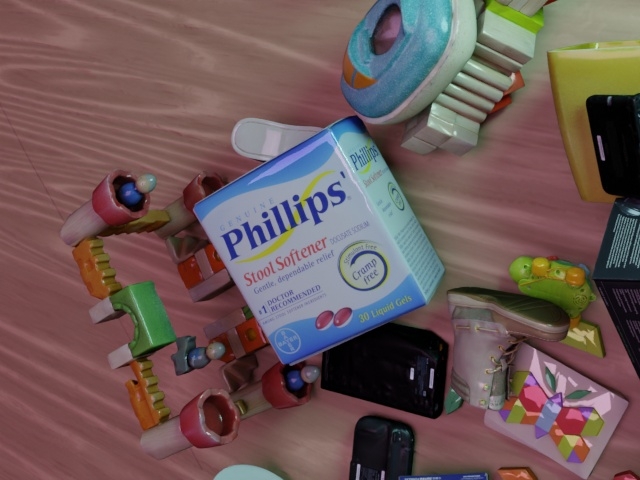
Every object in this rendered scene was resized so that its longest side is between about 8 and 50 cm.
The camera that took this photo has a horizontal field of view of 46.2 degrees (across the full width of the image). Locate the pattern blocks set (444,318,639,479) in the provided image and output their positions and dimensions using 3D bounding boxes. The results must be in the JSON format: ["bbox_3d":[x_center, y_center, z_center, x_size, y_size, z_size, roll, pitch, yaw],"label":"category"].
[{"bbox_3d":[0.335,0.247,1.085,0.325,0.026,0.285,13,100,31],"label":"pattern blocks set"}]

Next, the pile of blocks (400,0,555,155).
[{"bbox_3d":[0.247,-0.271,1.071,0.362,0.113,0.149,-59,20,30],"label":"pile of blocks"}]

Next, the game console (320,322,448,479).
[{"bbox_3d":[0.092,0.310,1.236,0.213,0.044,0.361,9,98,33],"label":"game console"}]

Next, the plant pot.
[{"bbox_3d":[0.408,-0.147,0.913,0.212,0.212,0.187,5,107,32],"label":"plant pot"}]

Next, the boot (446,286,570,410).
[{"bbox_3d":[0.256,0.158,1.043,0.213,0.077,0.165,11,104,59],"label":"boot"}]

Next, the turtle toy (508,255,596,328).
[{"bbox_3d":[0.324,0.059,1.053,0.130,0.066,0.095,18,127,32],"label":"turtle toy"}]

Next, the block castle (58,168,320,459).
[{"bbox_3d":[-0.200,0.104,1.252,0.213,0.303,0.453,-30,79,30],"label":"block castle"}]

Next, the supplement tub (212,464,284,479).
[{"bbox_3d":[-0.176,0.577,1.311,0.235,0.235,0.324,42,114,23],"label":"supplement tub"}]

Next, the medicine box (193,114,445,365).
[{"bbox_3d":[0.000,0.000,1.151,0.264,0.149,0.289,-27,97,25],"label":"medicine box"}]

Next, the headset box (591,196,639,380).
[{"bbox_3d":[0.483,0.070,0.818,0.283,0.246,0.131,-2,48,41],"label":"headset box"}]

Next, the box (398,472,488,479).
[{"bbox_3d":[0.191,0.466,1.115,0.137,0.036,0.225,-6,65,13],"label":"box"}]

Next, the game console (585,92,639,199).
[{"bbox_3d":[0.366,-0.113,0.831,0.107,0.071,0.122,22,134,62],"label":"game console"}]

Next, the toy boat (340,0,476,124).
[{"bbox_3d":[0.092,-0.325,1.072,0.267,0.148,0.318,-42,47,52],"label":"toy boat"}]

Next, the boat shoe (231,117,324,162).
[{"bbox_3d":[-0.025,-0.143,1.250,0.255,0.079,0.095,13,96,22],"label":"boat shoe"}]
